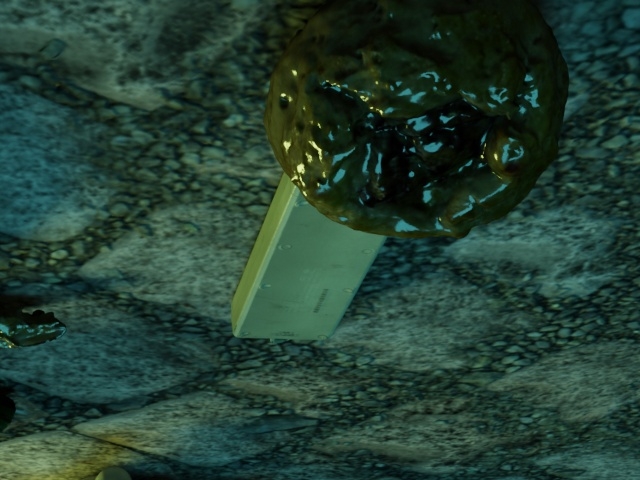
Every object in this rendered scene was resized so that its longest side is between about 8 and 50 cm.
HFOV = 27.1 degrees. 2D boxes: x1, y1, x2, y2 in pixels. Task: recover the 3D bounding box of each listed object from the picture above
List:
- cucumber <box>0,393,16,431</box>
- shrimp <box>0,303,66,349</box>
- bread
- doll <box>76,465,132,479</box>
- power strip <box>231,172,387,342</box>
[{"bbox_3d":[-0.385,0.180,1.466,0.048,0.048,0.105,-18,148,22],"label":"cucumber"},{"bbox_3d":[-0.373,0.089,1.272,0.251,0.052,0.143,-8,173,-1],"label":"shrimp"},{"bbox_3d":[0.071,-0.086,0.955,0.230,0.123,0.230,-6,142,-5],"label":"bread"},{"bbox_3d":[-0.251,0.434,1.803,0.365,0.187,0.376,23,159,-29],"label":"doll"},{"bbox_3d":[0.000,0.000,1.207,0.106,0.043,0.367,3,151,-14],"label":"power strip"}]
